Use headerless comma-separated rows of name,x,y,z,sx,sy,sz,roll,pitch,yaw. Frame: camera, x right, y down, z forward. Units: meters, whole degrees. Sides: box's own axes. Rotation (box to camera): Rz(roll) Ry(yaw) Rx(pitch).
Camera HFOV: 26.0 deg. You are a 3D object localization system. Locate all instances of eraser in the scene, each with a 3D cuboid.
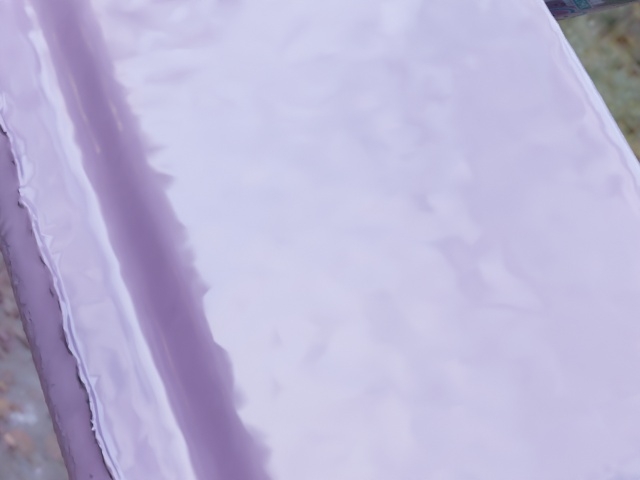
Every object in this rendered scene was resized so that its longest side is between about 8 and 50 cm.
eraser,0.000,0.000,0.622,0.122,0.272,0.359,87,-19,-59

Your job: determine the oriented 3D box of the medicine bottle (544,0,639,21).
medicine bottle,0.199,-0.218,1.010,0.119,0.188,0.094,-2,82,-71
